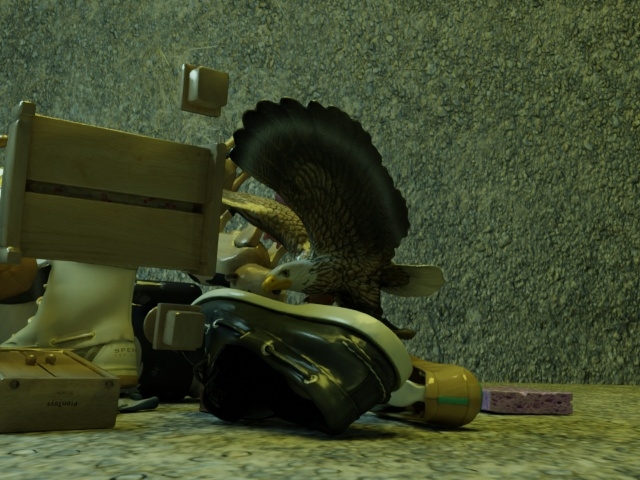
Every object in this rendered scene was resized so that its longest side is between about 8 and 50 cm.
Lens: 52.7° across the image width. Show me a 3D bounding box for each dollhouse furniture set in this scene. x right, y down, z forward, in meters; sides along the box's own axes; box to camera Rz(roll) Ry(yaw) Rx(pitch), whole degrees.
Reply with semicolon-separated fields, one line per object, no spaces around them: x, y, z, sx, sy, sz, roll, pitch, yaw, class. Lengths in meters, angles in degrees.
-0.273;-0.015;0.625;0.303;0.356;0.174;8;-4;-37;dollhouse furniture set

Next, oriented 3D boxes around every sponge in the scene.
0.263;0.229;0.938;0.117;0.031;0.210;2;-10;-6;sponge

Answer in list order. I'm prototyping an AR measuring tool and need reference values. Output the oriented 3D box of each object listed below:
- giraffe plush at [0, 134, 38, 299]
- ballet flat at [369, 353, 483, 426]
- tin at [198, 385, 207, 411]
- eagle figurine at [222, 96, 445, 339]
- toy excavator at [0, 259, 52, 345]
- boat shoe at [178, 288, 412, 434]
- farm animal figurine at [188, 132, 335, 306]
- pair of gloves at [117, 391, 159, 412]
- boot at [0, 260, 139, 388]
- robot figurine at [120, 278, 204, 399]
-0.389;0.001;0.726;0.181;0.210;0.170;-21;-46;-18;giraffe plush
0.083;0.160;0.720;0.073;0.080;0.232;6;-12;-25;ballet flat
-0.060;0.201;0.828;0.189;0.040;0.106;5;-16;-21;tin
-0.004;0.001;0.749;0.226;0.298;0.225;-26;-7;9;eagle figurine
-0.630;0.113;1.010;0.445;0.222;0.433;5;22;1;toy excavator
-0.069;0.134;0.662;0.340;0.113;0.127;2;-52;44;boat shoe
-0.123;0.018;1.007;0.330;0.172;0.326;50;-31;-20;farm animal figurine
-0.297;0.192;0.772;0.198;0.023;0.159;1;-10;-5;pair of gloves
-0.353;0.092;0.845;0.262;0.203;0.095;-4;-13;19;boot
-0.268;0.157;0.996;0.278;0.174;0.209;5;-12;-24;robot figurine
